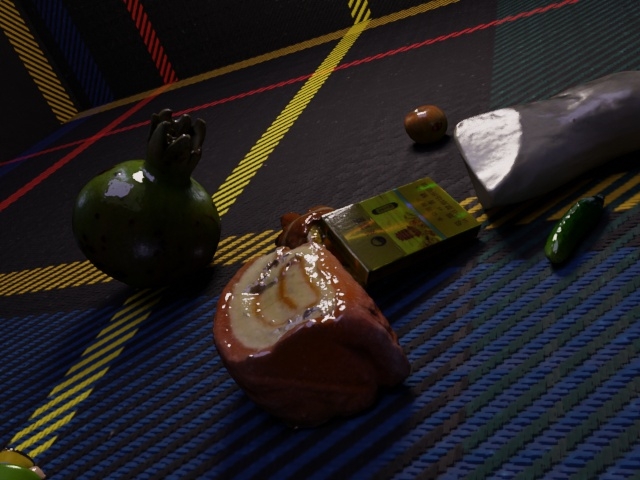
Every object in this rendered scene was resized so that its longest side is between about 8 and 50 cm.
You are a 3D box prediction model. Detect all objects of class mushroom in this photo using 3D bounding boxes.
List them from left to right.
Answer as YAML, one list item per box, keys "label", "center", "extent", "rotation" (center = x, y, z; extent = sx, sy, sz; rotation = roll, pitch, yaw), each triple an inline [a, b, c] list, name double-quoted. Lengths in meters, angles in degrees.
- label: "mushroom"
  center: [0.404, -0.156, 0.792]
  extent: [0.397, 0.126, 0.177]
  rotation: [-19, 39, 6]

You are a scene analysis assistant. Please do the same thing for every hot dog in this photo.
- label: "hot dog"
  center: [-0.004, -0.002, 0.846]
  extent: [0.123, 0.093, 0.261]
  rotation: [-34, 31, -22]

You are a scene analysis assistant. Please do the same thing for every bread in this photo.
- label: "bread"
  center: [-0.026, 0.099, 0.665]
  extent: [0.190, 0.123, 0.244]
  rotation: [-27, 28, -5]

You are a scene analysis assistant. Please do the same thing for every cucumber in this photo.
- label: "cucumber"
  center: [0.325, -0.022, 0.709]
  extent: [0.155, 0.037, 0.037]
  rotation: [-40, 33, -29]

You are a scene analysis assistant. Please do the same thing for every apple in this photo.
- label: "apple"
  center: [0.211, -0.230, 1.107]
  extent: [0.084, 0.071, 0.084]
  rotation: [-22, 21, 9]

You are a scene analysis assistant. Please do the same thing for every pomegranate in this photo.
- label: "pomegranate"
  center: [-0.297, -0.064, 0.932]
  extent: [0.242, 0.306, 0.242]
  rotation: [-1, 32, 0]

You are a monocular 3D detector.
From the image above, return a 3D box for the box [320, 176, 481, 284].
- label: "box"
  center: [0.111, -0.020, 0.775]
  extent: [0.193, 0.030, 0.121]
  rotation: [-21, 50, -24]

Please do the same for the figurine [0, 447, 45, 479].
- label: "figurine"
  center: [-0.354, 0.304, 0.545]
  extent: [0.162, 0.143, 0.263]
  rotation: [-23, 17, -12]
